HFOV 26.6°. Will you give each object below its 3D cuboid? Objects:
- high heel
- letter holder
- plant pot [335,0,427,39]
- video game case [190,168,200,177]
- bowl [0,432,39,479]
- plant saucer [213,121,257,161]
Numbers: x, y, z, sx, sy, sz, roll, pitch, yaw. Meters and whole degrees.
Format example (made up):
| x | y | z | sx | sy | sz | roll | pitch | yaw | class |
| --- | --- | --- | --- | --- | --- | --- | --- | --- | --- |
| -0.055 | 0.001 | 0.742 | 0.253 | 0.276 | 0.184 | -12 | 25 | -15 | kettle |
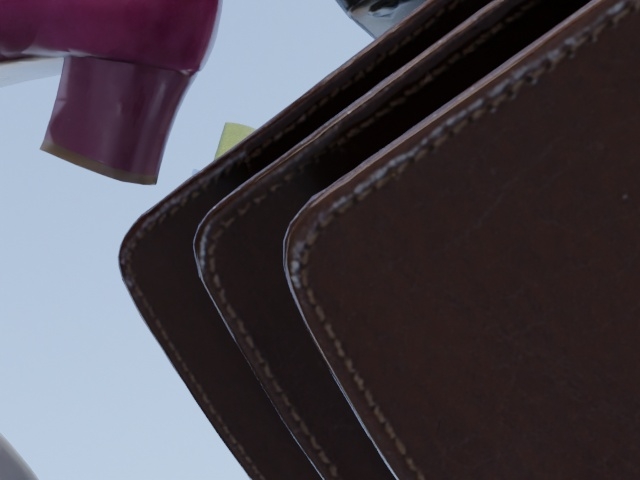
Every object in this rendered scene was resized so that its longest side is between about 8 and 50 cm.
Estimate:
| x | y | z | sx | sy | sz | roll | pitch | yaw | class |
| --- | --- | --- | --- | --- | --- | --- | --- | --- | --- |
| -0.236 | -0.184 | 0.952 | 0.377 | 0.127 | 0.181 | 22 | -79 | 17 | high heel |
| 0.087 | 0.084 | 0.419 | 0.214 | 0.152 | 0.302 | -35 | -75 | 12 | letter holder |
| 0.063 | -0.180 | 0.610 | 0.188 | 0.167 | 0.187 | -21 | -17 | 18 | plant pot |
| 0.000 | 0.000 | 1.205 | 0.244 | 0.269 | 0.061 | 17 | -88 | -8 | video game case |
| -0.310 | 0.204 | 0.818 | 0.297 | 0.134 | 0.298 | 12 | -52 | 16 | bowl |
| -0.051 | -0.036 | 1.577 | 0.045 | 0.188 | 0.188 | -28 | -64 | 23 | plant saucer |
